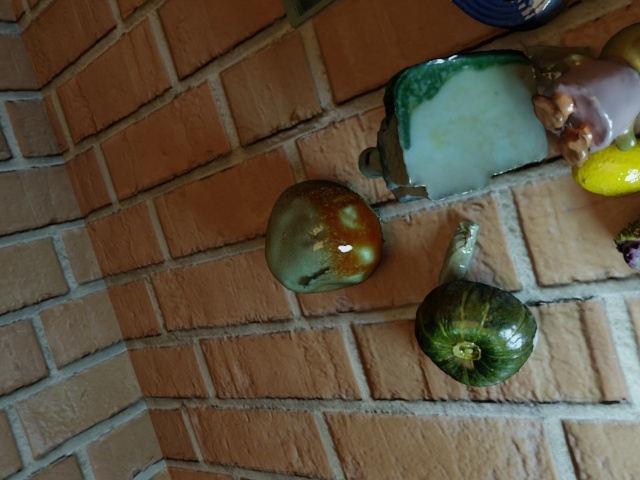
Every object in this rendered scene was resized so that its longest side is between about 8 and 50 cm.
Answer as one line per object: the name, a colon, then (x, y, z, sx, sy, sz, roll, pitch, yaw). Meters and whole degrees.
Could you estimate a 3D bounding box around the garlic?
garlic: (0.444, -0.328, 0.993, 0.152, 0.066, 0.084, 14, 84, 29)

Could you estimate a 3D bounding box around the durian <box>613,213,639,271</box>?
durian: (0.597, -0.006, 0.945, 0.187, 0.119, 0.108, 36, 165, -25)

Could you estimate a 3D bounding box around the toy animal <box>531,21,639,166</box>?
toy animal: (0.499, -0.259, 0.872, 0.281, 0.169, 0.195, -37, 100, 11)

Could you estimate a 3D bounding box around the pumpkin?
pumpkin: (0.340, 0.191, 1.153, 0.260, 0.189, 0.260, 15, 132, 18)

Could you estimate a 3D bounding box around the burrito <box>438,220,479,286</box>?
burrito: (0.315, 0.040, 1.202, 0.058, 0.045, 0.188, 30, 121, 34)

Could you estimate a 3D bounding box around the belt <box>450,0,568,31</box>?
belt: (0.320, -0.552, 0.979, 0.346, 0.117, 0.212, 53, 128, 13)

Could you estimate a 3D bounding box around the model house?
model house: (0.230, -0.210, 1.038, 0.284, 0.299, 0.243, 179, 76, -74)

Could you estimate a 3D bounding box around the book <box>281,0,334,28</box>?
book: (-0.002, -0.666, 1.237, 0.283, 0.025, 0.214, -20, 90, 40)

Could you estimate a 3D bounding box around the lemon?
lemon: (0.535, -0.136, 0.948, 0.155, 0.114, 0.114, 19, 114, 28)

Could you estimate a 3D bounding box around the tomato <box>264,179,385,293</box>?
tomato: (0.000, 0.000, 1.296, 0.304, 0.239, 0.303, 10, 106, 37)
